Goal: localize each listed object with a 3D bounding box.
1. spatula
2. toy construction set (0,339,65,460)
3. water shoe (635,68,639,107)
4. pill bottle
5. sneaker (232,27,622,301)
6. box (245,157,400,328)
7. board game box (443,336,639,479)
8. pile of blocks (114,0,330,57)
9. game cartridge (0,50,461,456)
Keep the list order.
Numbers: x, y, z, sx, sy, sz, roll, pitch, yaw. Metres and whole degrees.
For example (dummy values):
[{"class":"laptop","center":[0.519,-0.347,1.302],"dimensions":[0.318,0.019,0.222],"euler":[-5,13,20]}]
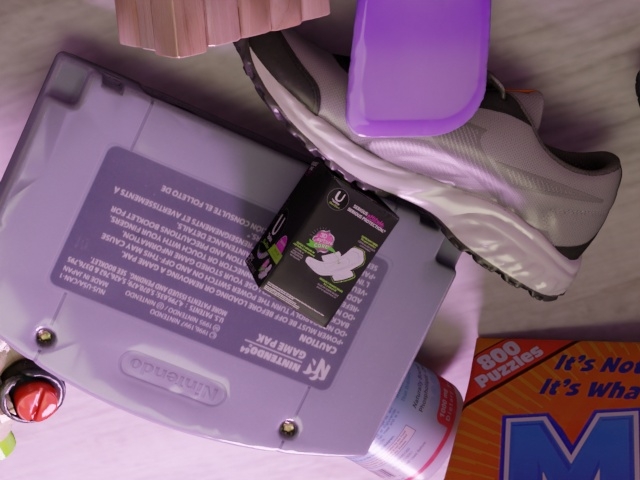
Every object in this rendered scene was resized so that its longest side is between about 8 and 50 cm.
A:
[{"class":"spatula","center":[0.069,-0.188,0.907],"dimensions":[0.084,0.030,0.296],"euler":[-1,126,-13]},{"class":"toy construction set","center":[-0.306,0.074,1.162],"dimensions":[0.215,0.151,0.328],"euler":[-24,143,-6]},{"class":"water shoe","center":[0.275,-0.047,1.042],"dimensions":[0.080,0.073,0.203],"euler":[-28,128,27]},{"class":"pill bottle","center":[0.020,0.108,1.215],"dimensions":[0.160,0.087,0.087],"euler":[32,130,-26]},{"class":"sneaker","center":[0.065,-0.072,1.033],"dimensions":[0.271,0.100,0.108],"euler":[30,104,-18]},{"class":"box","center":[0.000,0.000,1.041],"dimensions":[0.052,0.062,0.083],"euler":[33,97,-18]},{"class":"board game box","center":[0.279,0.318,1.177],"dimensions":[0.356,0.356,0.356],"euler":[1,138,20]},{"class":"pile of blocks","center":[-0.116,-0.255,0.851],"dimensions":[0.112,0.149,0.362],"euler":[17,144,48]},{"class":"game cartridge","center":[-0.073,0.024,1.092],"dimensions":[0.297,0.062,0.198],"euler":[23,103,-18]}]
